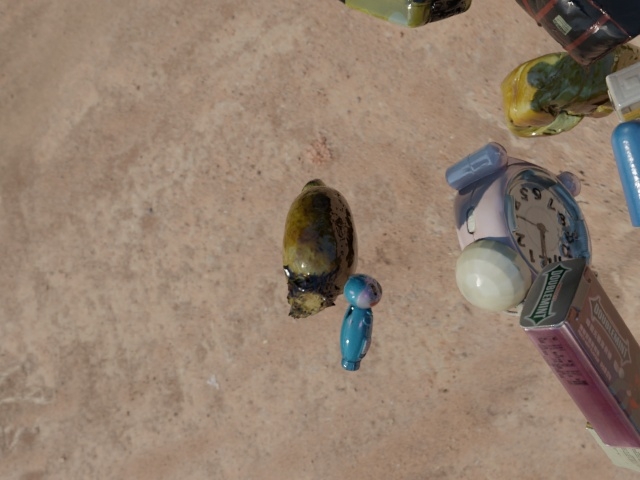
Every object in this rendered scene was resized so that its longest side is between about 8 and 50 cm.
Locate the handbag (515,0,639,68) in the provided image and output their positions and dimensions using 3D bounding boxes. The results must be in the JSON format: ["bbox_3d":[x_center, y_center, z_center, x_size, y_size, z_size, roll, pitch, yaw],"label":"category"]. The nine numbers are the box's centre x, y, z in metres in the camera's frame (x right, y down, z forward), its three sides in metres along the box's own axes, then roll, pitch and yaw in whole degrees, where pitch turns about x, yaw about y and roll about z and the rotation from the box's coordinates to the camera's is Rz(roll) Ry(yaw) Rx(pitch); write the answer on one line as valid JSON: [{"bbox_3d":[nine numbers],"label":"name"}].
[{"bbox_3d":[0.467,-0.423,1.135,0.155,0.169,0.215,-44,88,-2],"label":"handbag"}]

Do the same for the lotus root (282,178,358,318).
[{"bbox_3d":[0.000,0.000,1.197,0.141,0.169,0.314,4,55,-2],"label":"lotus root"}]

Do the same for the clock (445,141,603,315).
[{"bbox_3d":[0.409,0.001,1.290,0.184,0.342,0.325,-43,43,52],"label":"clock"}]

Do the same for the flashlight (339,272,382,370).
[{"bbox_3d":[0.048,0.106,0.831,0.051,0.051,0.129,20,108,33],"label":"flashlight"}]

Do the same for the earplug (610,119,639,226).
[{"bbox_3d":[0.834,-0.183,1.652,0.132,0.132,0.273,-18,95,32],"label":"earplug"}]

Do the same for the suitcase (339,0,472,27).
[{"bbox_3d":[0.155,-0.489,1.155,0.235,0.194,0.143,33,137,33],"label":"suitcase"}]

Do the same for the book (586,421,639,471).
[{"bbox_3d":[0.772,0.499,1.446,0.289,0.201,0.026,5,56,50],"label":"book"}]

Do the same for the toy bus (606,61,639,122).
[{"bbox_3d":[0.650,-0.302,1.126,0.268,0.106,0.092,-21,70,27],"label":"toy bus"}]

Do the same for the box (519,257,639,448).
[{"bbox_3d":[0.340,0.142,0.791,0.069,0.120,0.224,-17,120,49],"label":"box"}]

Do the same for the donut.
[{"bbox_3d":[0.619,-0.369,1.596,0.360,0.360,0.170,-11,86,33],"label":"donut"}]
